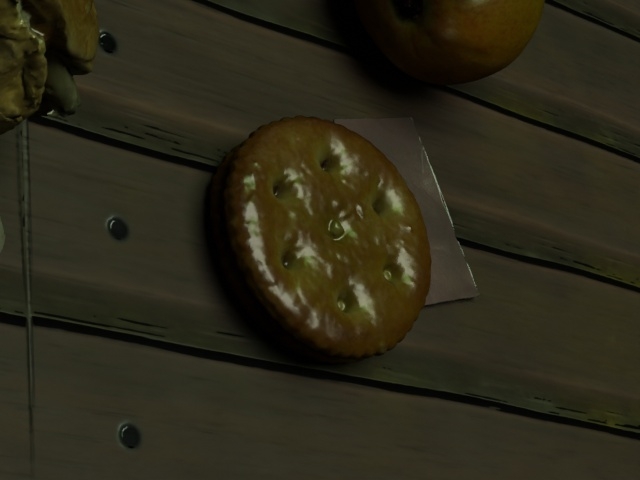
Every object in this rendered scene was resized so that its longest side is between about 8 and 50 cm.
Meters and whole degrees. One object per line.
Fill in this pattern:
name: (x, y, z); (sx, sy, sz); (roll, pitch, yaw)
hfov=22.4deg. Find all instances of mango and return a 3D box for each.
mango: (0.127, -0.287, 1.561); (0.211, 0.173, 0.317); (40, 39, -23)

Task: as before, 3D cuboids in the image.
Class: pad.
pad: (0.079, -0.028, 1.492); (0.113, 0.006, 0.188); (-7, 72, -45)

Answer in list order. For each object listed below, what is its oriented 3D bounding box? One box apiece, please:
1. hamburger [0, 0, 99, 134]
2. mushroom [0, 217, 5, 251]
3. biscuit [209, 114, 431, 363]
hamburger: (-0.249, -0.210, 1.064); (0.144, 0.283, 0.259); (-38, 59, -21)
mushroom: (-0.290, -0.067, 1.064); (0.096, 0.108, 0.247); (-39, 97, -42)
biscuit: (0.000, 0.000, 1.353); (0.220, 0.066, 0.220); (20, 57, -33)
